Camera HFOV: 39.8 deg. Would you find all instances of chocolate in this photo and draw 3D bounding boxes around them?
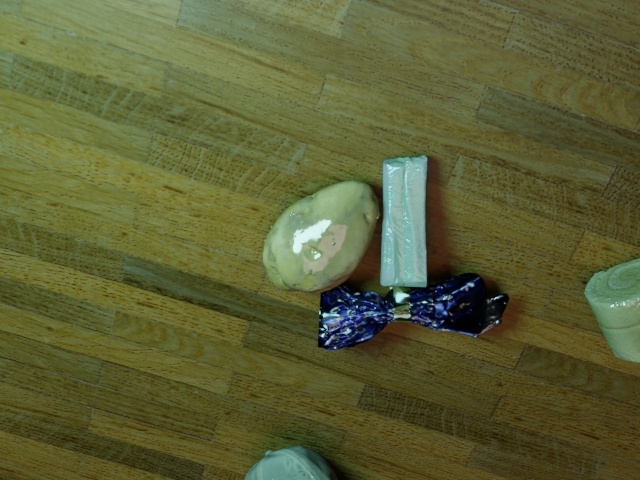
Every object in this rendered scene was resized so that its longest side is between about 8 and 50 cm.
[{"bbox_3d":[0.157,0.116,1.541,0.343,0.126,0.148,-6,104,7],"label":"chocolate"}]

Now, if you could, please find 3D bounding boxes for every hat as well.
[{"bbox_3d":[-0.027,0.503,1.756,0.232,0.161,0.275,-30,135,31],"label":"hat"}]

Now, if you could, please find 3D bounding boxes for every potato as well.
[{"bbox_3d":[0.003,0.004,1.489,0.235,0.128,0.161,-26,101,14],"label":"potato"}]

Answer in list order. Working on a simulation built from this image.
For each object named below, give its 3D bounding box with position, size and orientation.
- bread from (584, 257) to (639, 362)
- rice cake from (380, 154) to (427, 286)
[{"bbox_3d":[0.544,0.120,1.500,0.148,0.134,0.141,-19,114,29],"label":"bread"},{"bbox_3d":[0.140,-0.032,1.478,0.080,0.042,0.221,1,100,11],"label":"rice cake"}]
